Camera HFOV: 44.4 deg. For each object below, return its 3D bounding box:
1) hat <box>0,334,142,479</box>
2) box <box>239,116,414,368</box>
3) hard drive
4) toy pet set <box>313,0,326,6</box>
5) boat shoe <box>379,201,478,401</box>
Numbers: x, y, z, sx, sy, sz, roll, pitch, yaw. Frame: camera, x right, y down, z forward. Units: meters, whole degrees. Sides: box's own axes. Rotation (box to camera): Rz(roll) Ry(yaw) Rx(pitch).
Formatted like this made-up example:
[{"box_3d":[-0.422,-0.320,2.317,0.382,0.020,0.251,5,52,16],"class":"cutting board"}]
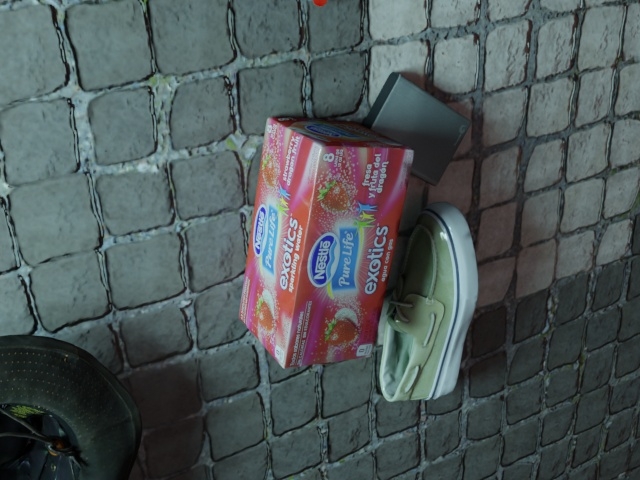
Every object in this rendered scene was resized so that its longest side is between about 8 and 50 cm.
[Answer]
[{"box_3d":[-0.348,0.240,0.779,0.331,0.134,0.331,-13,110,-42],"class":"hat"},{"box_3d":[0.000,0.000,0.884,0.123,0.128,0.256,-2,112,-31],"class":"box"},{"box_3d":[0.116,-0.134,0.961,0.135,0.022,0.094,24,98,-37],"class":"hard drive"},{"box_3d":[0.024,-0.326,0.810,0.114,0.065,0.122,-17,123,16],"class":"toy pet set"},{"box_3d":[0.136,0.095,1.027,0.094,0.109,0.302,-14,120,-24],"class":"boat shoe"}]
